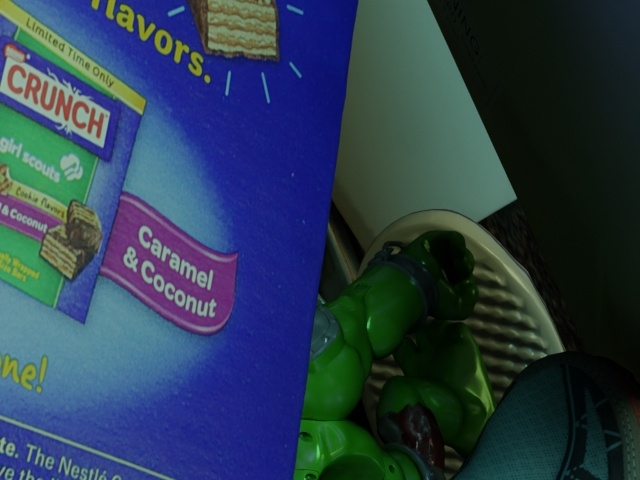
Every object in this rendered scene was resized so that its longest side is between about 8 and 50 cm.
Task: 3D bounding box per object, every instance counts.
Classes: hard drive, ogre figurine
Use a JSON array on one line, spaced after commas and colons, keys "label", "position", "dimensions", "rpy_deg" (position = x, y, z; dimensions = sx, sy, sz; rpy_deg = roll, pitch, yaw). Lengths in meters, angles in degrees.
[{"label": "hard drive", "position": [0.033, -0.162, 0.792], "dimensions": [0.307, 0.203, 0.040], "rpy_deg": [58, 21, -1]}, {"label": "ogre figurine", "position": [0.017, 0.095, 0.632], "dimensions": [0.097, 0.197, 0.118], "rpy_deg": [29, 14, 37]}]

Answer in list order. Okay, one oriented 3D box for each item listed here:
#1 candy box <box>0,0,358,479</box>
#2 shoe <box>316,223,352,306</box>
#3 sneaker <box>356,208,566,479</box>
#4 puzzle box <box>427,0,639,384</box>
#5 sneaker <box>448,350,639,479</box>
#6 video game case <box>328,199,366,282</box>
[{"label": "candy box", "position": [-0.113, -0.085, 0.394], "dimensions": [0.268, 0.122, 0.317], "rpy_deg": [30, 61, -43]}, {"label": "shoe", "position": [-0.034, -0.047, 0.718], "dimensions": [0.077, 0.058, 0.219], "rpy_deg": [-3, 68, -41]}, {"label": "sneaker", "position": [0.098, 0.086, 0.838], "dimensions": [0.161, 0.102, 0.282], "rpy_deg": [-76, 144, -61]}, {"label": "puzzle box", "position": [0.069, -0.149, 0.528], "dimensions": [0.272, 0.052, 0.408], "rpy_deg": [110, -42, -79]}, {"label": "sneaker", "position": [0.031, 0.136, 0.516], "dimensions": [0.125, 0.104, 0.262], "rpy_deg": [40, 65, -26]}, {"label": "video game case", "position": [0.000, 0.000, 0.816], "dimensions": [0.166, 0.015, 0.119], "rpy_deg": [4, 62, -63]}]
